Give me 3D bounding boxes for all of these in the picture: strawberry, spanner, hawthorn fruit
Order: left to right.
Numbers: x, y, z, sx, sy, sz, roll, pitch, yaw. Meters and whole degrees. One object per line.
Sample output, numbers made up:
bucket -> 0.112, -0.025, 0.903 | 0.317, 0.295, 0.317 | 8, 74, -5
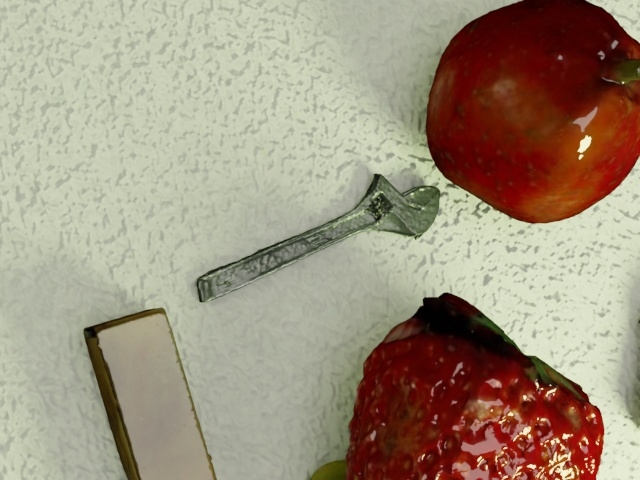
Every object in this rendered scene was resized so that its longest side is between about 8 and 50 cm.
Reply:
spanner -> 0.000, 0.000, 1.719 | 0.325, 0.026, 0.093 | -24, 94, -16
strawberry -> 0.154, 0.245, 1.628 | 0.291, 0.292, 0.310 | 32, 99, -13
hawthorn fruit -> 0.268, -0.155, 1.670 | 0.265, 0.307, 0.265 | 3, 83, -24

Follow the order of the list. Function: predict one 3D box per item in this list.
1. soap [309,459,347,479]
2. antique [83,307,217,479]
soap -> 0.030, 0.326, 1.689 | 0.088, 0.045, 0.140 | -3, 85, -16
antique -> -0.176, 0.234, 1.605 | 0.087, 0.093, 0.310 | -17, 91, -18
